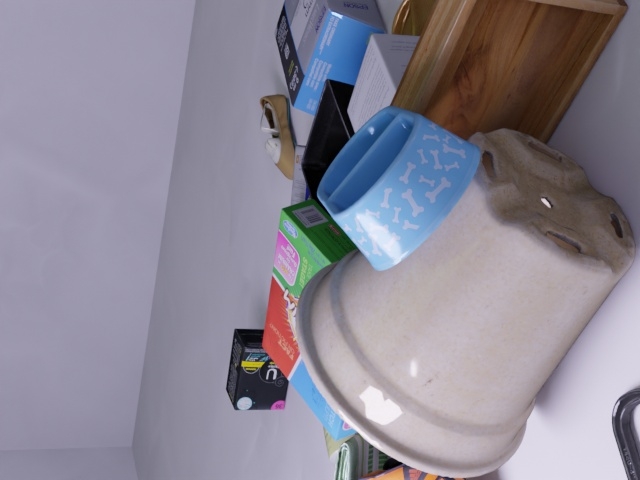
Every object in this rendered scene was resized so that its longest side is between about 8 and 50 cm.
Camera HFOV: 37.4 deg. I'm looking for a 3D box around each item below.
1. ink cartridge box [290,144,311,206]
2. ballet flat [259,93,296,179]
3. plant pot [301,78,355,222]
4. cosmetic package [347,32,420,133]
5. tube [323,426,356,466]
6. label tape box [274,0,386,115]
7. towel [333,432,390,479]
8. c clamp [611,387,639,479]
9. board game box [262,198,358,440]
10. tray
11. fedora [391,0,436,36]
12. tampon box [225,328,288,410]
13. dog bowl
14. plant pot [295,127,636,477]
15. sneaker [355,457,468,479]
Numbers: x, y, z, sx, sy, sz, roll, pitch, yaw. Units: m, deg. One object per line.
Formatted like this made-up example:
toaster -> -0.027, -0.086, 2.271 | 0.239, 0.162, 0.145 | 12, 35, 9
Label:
ink cartridge box -> -0.015, -0.009, 1.949 | 0.175, 0.069, 0.371 | -159, 76, -68
ballet flat -> -0.103, -0.240, 2.200 | 0.080, 0.073, 0.232 | 121, 146, -53
plant pot -> 0.084, -0.132, 1.545 | 0.187, 0.166, 0.188 | -108, 26, -43
cosmetic package -> 0.145, -0.182, 1.365 | 0.151, 0.151, 0.184 | 109, 153, -46
tube -> 0.025, 0.324, 1.813 | 0.070, 0.062, 0.240 | -32, 39, 15
label tape box -> 0.015, -0.387, 1.849 | 0.249, 0.115, 0.348 | 116, 151, -46
towel -> 0.064, 0.413, 1.477 | 0.325, 0.038, 0.248 | 8, -95, -75
c clamp -> 0.357, 0.223, 0.984 | 0.137, 0.022, 0.161 | 111, 152, -52
board game box -> 0.007, 0.130, 1.518 | 0.242, 0.064, 0.317 | 47, 142, 36
tray -> 0.193, -0.160, 1.206 | 0.411, 0.202, 0.076 | 113, 153, -42
fedora -> 0.163, -0.327, 1.486 | 0.194, 0.079, 0.195 | -177, 90, -69
tampon box -> -0.140, 0.296, 2.164 | 0.101, 0.120, 0.161 | -131, 47, -63
dog bowl -> 0.073, -0.070, 1.037 | 0.166, 0.074, 0.297 | -50, 13, 5
plant pot -> 0.186, 0.052, 1.103 | 0.305, 0.333, 0.334 | -55, 36, 35
sneaker -> 0.112, 0.423, 1.361 | 0.180, 0.124, 0.321 | 43, 121, 20
